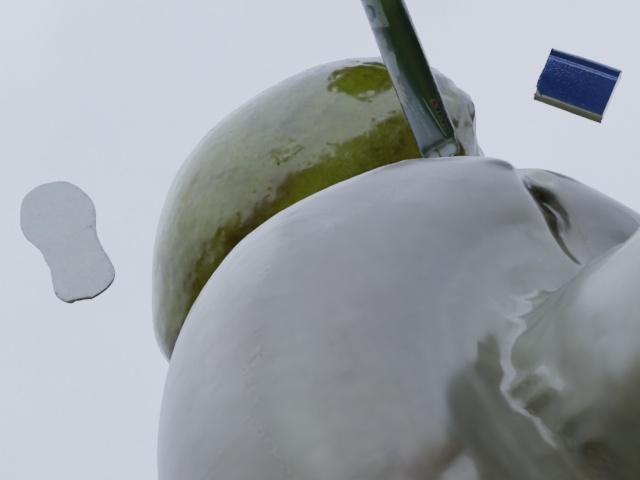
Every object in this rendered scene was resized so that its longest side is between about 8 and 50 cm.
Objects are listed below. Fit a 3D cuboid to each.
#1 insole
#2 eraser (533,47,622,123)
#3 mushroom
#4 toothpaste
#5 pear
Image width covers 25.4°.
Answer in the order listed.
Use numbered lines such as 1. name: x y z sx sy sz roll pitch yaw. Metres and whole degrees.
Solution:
1. insole: -0.213 -0.003 1.198 0.065 0.197 0.004 -26 -54 -9
2. eraser: 0.293 -0.178 1.618 0.027 0.084 0.063 71 -138 -70
3. mushroom: 0.086 0.050 0.398 0.243 0.243 0.243 -12 -45 -12
4. toothpaste: 0.059 -0.155 1.097 0.031 0.204 0.049 -17 -6 -28
5. pear: 0.000 0.000 1.486 0.413 0.352 0.352 -47 -44 -9
